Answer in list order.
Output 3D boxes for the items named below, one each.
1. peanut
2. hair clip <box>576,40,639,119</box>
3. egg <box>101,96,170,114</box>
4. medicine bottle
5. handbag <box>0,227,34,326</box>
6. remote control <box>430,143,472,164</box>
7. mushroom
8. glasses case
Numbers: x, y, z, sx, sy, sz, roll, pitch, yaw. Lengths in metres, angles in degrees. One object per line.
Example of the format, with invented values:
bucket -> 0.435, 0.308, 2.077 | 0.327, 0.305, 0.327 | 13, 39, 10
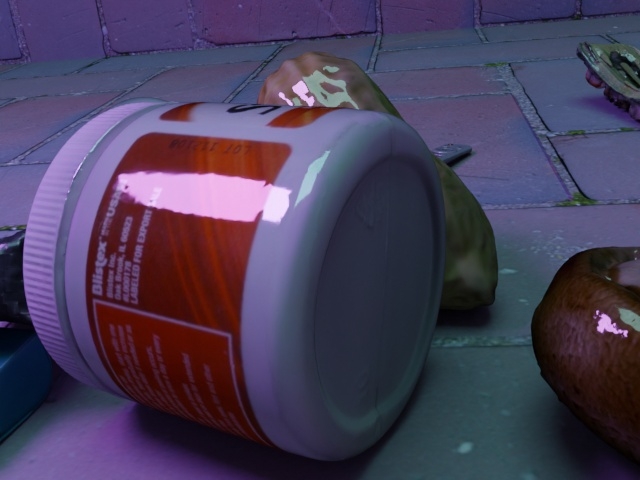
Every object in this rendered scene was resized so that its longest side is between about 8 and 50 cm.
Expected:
peanut -> 0.055, -0.054, 0.718 | 0.140, 0.325, 0.153 | -39, -8, -9
hair clip -> 0.578, -0.271, 1.288 | 0.138, 0.091, 0.321 | -2, 34, -12
egg -> -0.251, -0.122, 1.034 | 0.168, 0.168, 0.230 | -20, 24, -29
medicine bottle -> -0.053, 0.021, 0.558 | 0.240, 0.253, 0.252 | 8, 27, 29
handbag -> -0.293, 0.046, 0.680 | 0.175, 0.089, 0.270 | -7, -8, 8
remote control -> 0.178, -0.124, 1.121 | 0.049, 0.027, 0.184 | 14, 26, 35
mushroom -> 0.276, 0.074, 0.484 | 0.253, 0.154, 0.253 | -5, 21, 2
glasses case -> -0.400, 0.126, 0.638 | 0.300, 0.070, 0.117 | 4, 31, 18
